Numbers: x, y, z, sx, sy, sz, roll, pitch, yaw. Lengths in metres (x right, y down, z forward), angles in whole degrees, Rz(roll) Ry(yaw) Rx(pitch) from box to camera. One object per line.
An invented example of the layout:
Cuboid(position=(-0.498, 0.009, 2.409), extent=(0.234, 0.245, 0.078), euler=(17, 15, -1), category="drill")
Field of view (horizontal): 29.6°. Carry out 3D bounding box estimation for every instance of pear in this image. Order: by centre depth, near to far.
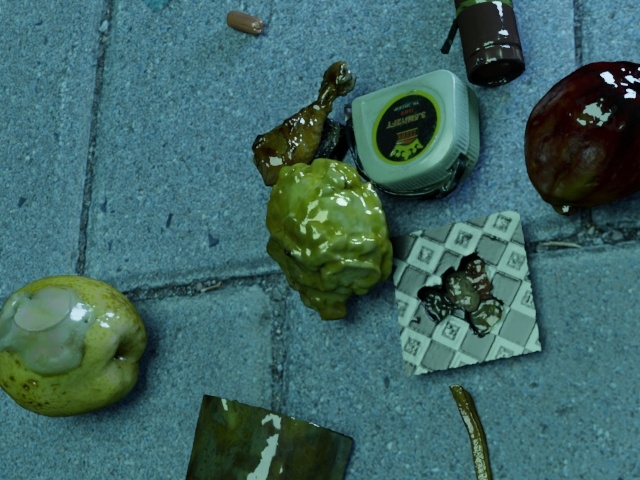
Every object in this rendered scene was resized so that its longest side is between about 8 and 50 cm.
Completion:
Cuboid(position=(-0.439, 0.186, 2.137), extent=(0.271, 0.271, 0.271), euler=(-10, 68, 26), category="pear")

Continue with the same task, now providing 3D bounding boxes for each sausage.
Cuboid(position=(-0.143, -0.412, 2.295), extent=(0.083, 0.034, 0.034), euler=(22, 84, 32), category="sausage")

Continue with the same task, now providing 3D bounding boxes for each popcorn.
Cuboid(position=(0.000, 0.000, 1.956), extent=(0.233, 0.192, 0.266), euler=(15, 113, 47), category="popcorn")

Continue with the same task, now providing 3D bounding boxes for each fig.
Cuboid(position=(0.414, -0.158, 1.783), extent=(0.263, 0.224, 0.224), euler=(-29, 60, 25), category="fig")

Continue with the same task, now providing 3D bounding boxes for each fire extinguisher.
Cuboid(position=(0.252, -0.426, 2.026), extent=(0.141, 0.105, 0.341), euler=(-8, 70, -1), category="fire extinguisher")

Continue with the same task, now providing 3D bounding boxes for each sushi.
Cuboid(position=(0.228, 0.086, 1.898), extent=(0.219, 0.047, 0.231), euler=(-13, 70, 21), category="sushi")
Cuboid(position=(0.002, -0.173, 2.113), extent=(0.084, 0.056, 0.083), euler=(28, 88, 33), category="sushi")

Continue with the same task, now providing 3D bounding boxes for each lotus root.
Cuboid(position=(-0.124, 0.394, 1.927), extent=(0.267, 0.149, 0.260), euler=(11, 77, 35), category="lotus root")

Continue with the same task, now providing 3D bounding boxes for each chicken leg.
Cuboid(position=(-0.023, -0.196, 2.057), extent=(0.107, 0.087, 0.251), euler=(35, 85, 36), category="chicken leg")

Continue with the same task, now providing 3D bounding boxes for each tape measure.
Cuboid(position=(0.147, -0.156, 1.998), extent=(0.235, 0.115, 0.207), euler=(-15, 65, 33), category="tape measure")

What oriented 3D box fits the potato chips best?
Cuboid(position=(0.234, 0.314, 1.821), extent=(0.026, 0.037, 0.204), euler=(-25, 67, 31), category="potato chips")
